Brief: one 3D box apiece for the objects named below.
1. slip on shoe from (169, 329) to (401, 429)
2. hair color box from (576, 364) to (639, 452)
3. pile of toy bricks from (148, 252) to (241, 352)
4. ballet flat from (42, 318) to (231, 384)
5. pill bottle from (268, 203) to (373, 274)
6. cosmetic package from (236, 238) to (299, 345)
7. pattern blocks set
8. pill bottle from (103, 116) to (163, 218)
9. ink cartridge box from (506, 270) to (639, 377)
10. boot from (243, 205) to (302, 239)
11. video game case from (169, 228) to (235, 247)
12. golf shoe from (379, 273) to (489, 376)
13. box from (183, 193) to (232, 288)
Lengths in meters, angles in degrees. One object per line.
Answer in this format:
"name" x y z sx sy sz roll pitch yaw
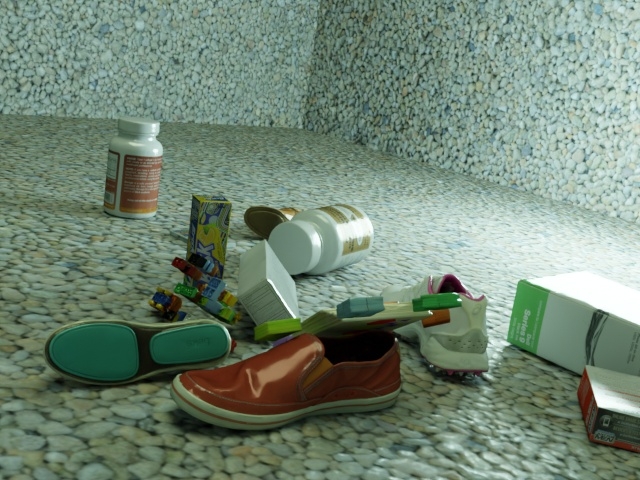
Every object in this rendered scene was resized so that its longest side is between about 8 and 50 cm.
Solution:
"slip on shoe" -0.034 0.167 1.096 0.331 0.101 0.123 -1 19 -32
"hair color box" 0.419 0.235 1.213 0.093 0.053 0.167 13 13 9
"pile of toy bricks" -0.169 0.100 1.314 0.105 0.118 0.212 38 -14 -31
"ballet flat" -0.241 0.144 1.130 0.248 0.086 0.086 3 15 -28
"pill bottle" 0.000 0.000 1.731 0.131 0.131 0.229 17 16 29
"cosmetic package" -0.086 0.079 1.405 0.060 0.099 0.239 -31 14 4
"pattern blocks set" 0.048 0.112 1.182 0.285 0.026 0.325 0 -15 -32
"pill bottle" -0.420 -0.166 1.951 0.121 0.216 0.121 9 14 -2
"ink cartridge box" 0.493 0.155 1.437 0.211 0.122 0.289 -3 18 -40
"boot" -0.100 -0.048 1.999 0.197 0.073 0.152 17 11 -23
"video game case" -0.251 -0.004 1.837 0.087 0.011 0.122 -5 20 -44
"golf shoe" 0.187 0.108 1.401 0.115 0.140 0.306 2 14 -22
"box" -0.195 0.009 1.484 0.059 0.169 0.054 2 16 -23
